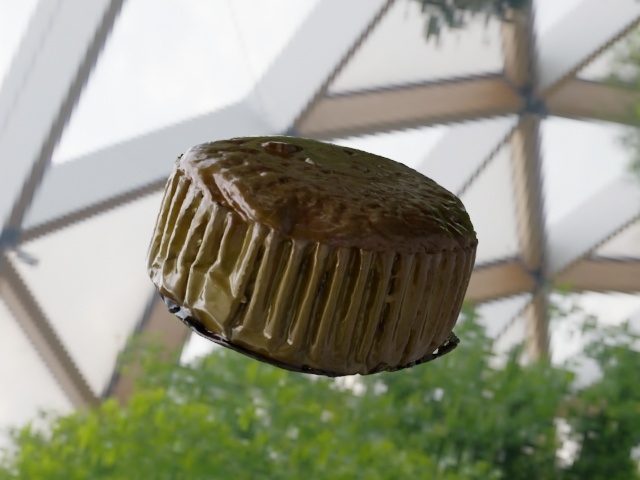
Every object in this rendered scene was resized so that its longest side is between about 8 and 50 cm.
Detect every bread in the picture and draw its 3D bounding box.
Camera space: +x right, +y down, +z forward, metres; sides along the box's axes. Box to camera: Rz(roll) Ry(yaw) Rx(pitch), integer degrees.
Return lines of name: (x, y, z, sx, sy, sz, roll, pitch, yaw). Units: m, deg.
bread: (-0.001, 0.000, 0.976, 0.199, 0.199, 0.104, -31, -40, -66)
